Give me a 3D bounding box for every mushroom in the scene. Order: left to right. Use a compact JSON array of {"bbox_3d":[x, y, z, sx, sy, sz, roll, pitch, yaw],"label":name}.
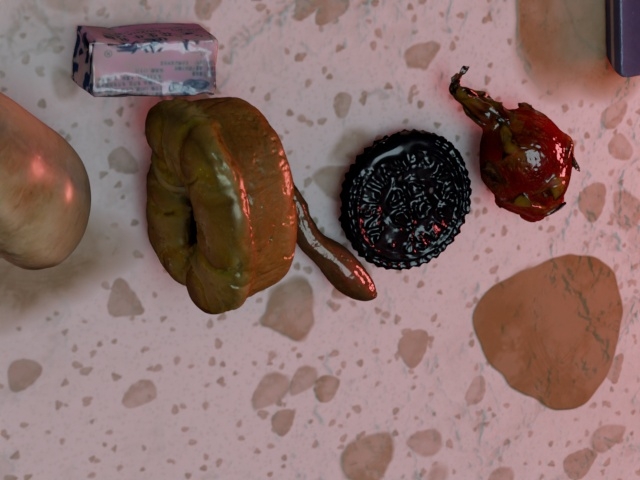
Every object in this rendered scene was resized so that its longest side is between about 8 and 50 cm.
[{"bbox_3d":[-0.391,-0.050,1.678,0.260,0.254,0.234,33,81,12],"label":"mushroom"}]

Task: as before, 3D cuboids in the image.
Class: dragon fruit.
[{"bbox_3d":[0.243,-0.128,2.000,0.125,0.125,0.246,-44,112,-2],"label":"dragon fruit"}]

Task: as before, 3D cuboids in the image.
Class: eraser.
[{"bbox_3d":[0.423,-0.333,2.058,0.082,0.036,0.225,-13,112,-20],"label":"eraser"}]

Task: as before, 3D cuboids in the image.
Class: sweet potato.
[{"bbox_3d":[-0.001,0.000,1.975,0.050,0.050,0.214,-42,112,-7],"label":"sweet potato"}]

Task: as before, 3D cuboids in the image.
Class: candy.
[{"bbox_3d":[-0.200,-0.208,1.789,0.160,0.092,0.073,-4,110,-21],"label":"candy"}]

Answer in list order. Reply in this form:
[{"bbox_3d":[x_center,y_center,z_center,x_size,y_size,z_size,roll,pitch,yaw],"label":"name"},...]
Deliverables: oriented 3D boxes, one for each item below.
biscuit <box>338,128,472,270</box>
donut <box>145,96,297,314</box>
[{"bbox_3d":[0.111,-0.053,2.002,0.194,0.053,0.194,-8,111,-21],"label":"biscuit"},{"bbox_3d":[-0.116,-0.040,1.808,0.128,0.208,0.261,-20,135,-26],"label":"donut"}]
